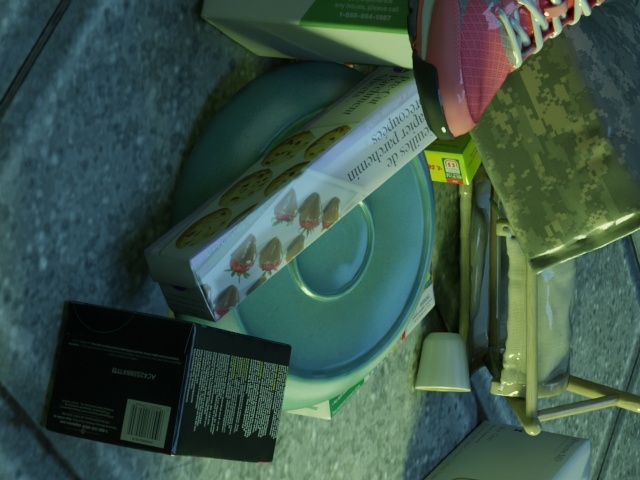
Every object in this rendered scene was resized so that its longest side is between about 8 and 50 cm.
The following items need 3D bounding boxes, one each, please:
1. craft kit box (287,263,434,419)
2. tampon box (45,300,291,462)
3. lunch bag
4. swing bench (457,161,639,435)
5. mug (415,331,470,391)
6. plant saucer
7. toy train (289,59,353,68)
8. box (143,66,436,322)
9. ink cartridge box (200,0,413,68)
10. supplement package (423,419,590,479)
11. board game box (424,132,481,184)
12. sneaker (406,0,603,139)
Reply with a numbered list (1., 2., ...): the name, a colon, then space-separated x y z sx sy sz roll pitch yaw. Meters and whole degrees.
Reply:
1. craft kit box: 0.033 0.009 1.669 0.250 0.061 0.247 -43 131 -51
2. tampon box: -0.116 0.115 1.330 0.161 0.120 0.101 21 78 -62
3. lunch bag: 0.272 -0.121 1.702 0.287 0.169 0.235 -22 87 -58
4. swing bench: 0.244 0.053 1.929 0.165 0.254 0.253 -8 106 -22
5. mug: 0.135 0.138 1.912 0.062 0.078 0.064 7 81 -31
6. plant saucer: 0.000 0.000 1.503 0.317 0.043 0.318 -11 106 -41
7. toy train: 0.039 -0.166 1.582 0.166 0.125 0.046 34 34 -56
8. box: -0.008 -0.051 1.412 0.324 0.067 0.063 -40 123 -30
9. ink cartridge box: 0.035 -0.296 1.424 0.117 0.201 0.278 26 74 -63
10. supplement package: 0.209 0.363 2.004 0.262 0.145 0.204 -33 126 -57
11. board game box: 0.145 -0.137 1.802 0.181 0.092 0.043 -58 145 -39
12. sneaker: 0.167 -0.209 1.329 0.314 0.136 0.116 -65 149 -31
